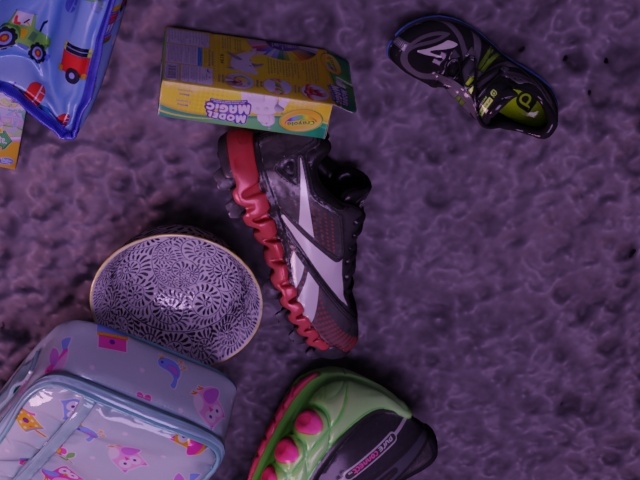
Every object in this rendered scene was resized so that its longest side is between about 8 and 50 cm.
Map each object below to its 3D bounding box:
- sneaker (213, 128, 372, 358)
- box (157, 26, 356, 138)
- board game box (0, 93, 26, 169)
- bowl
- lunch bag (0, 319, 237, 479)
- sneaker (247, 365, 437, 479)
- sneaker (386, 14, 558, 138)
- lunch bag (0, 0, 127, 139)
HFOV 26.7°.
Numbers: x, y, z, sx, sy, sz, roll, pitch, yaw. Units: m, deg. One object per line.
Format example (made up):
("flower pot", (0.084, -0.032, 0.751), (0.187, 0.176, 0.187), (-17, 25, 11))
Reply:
("sneaker", (0.000, 0.000, 1.337), (0.135, 0.097, 0.276), (-18, 118, 8))
("box", (-0.058, -0.146, 1.246), (0.179, 0.105, 0.043), (6, 127, -8))
("board game box", (-0.356, -0.132, 1.275), (0.154, 0.026, 0.103), (11, 118, -11))
("bowl", (-0.142, 0.042, 1.356), (0.170, 0.080, 0.170), (0, 125, 0))
("lunch bag", (-0.234, 0.204, 1.384), (0.224, 0.107, 0.279), (23, 137, -19))
("sneaker", (-0.021, 0.368, 1.498), (0.202, 0.185, 0.482), (22, 117, -12))
("sneaker", (0.151, -0.153, 1.274), (0.188, 0.078, 0.067), (26, 114, -17))
("lunch bag", (-0.189, -0.268, 1.099), (0.138, 0.221, 0.293), (25, 115, -17))
